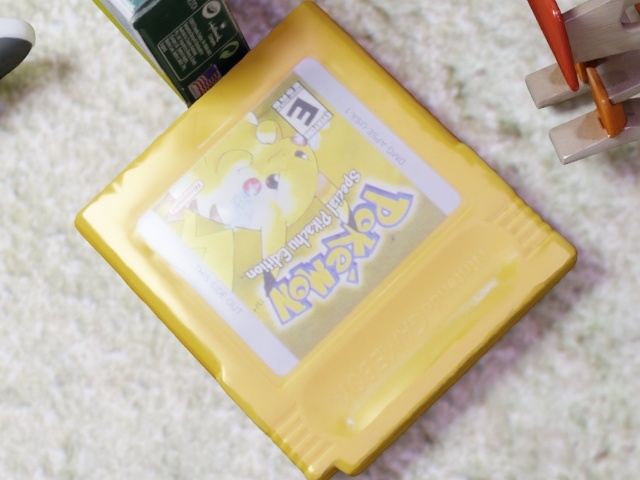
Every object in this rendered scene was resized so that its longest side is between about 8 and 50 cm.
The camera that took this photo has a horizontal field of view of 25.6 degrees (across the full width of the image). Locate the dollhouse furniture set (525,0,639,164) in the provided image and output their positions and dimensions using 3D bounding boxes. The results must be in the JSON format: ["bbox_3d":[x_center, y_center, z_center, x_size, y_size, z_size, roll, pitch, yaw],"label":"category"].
[{"bbox_3d":[0.158,-0.223,1.108,0.135,0.262,0.259,-19,44,6],"label":"dollhouse furniture set"}]

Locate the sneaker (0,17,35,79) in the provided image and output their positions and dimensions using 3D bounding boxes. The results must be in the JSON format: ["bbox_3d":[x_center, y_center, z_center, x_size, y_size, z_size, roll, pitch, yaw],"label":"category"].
[{"bbox_3d":[-0.363,-0.080,1.227,0.295,0.104,0.147,-24,75,9],"label":"sneaker"}]

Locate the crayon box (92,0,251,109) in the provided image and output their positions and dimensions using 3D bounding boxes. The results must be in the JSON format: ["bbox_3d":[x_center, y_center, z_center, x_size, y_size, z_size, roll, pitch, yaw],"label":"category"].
[{"bbox_3d":[-0.200,-0.275,1.195,0.081,0.202,0.318,-42,74,-4],"label":"crayon box"}]

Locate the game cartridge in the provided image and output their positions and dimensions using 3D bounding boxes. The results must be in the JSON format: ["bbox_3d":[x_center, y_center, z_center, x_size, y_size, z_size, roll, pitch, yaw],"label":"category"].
[{"bbox_3d":[0.000,0.000,1.169,0.285,0.053,0.323,-44,72,-4],"label":"game cartridge"}]

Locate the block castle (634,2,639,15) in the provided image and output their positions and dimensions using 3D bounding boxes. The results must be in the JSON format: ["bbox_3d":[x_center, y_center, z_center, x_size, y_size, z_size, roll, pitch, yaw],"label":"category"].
[{"bbox_3d":[0.423,-0.206,1.039,0.303,0.213,0.453,-33,81,1],"label":"block castle"}]
